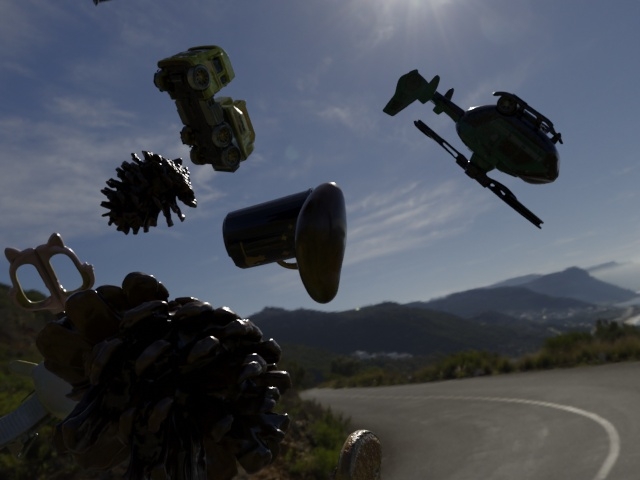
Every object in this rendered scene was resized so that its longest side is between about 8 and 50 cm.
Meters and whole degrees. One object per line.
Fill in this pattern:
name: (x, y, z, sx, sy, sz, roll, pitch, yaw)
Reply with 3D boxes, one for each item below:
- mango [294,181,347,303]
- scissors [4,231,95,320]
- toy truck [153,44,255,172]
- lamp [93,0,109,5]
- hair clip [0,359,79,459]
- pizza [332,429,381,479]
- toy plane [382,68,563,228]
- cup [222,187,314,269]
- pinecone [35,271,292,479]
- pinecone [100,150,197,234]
mango: (0.000, 0.000, 1.213, 0.111, 0.268, 0.133, 4, -16, 0)
scissors: (-0.503, 0.135, 1.136, 0.160, 0.318, 0.024, -20, 31, -15)
toy truck: (-0.230, -0.289, 1.261, 0.124, 0.272, 0.157, 8, 42, 34)
lamp: (-0.371, -0.578, 1.210, 0.227, 0.147, 0.172, -14, 31, -21)
hair clip: (-0.446, 0.248, 0.940, 0.218, 0.159, 0.071, -41, -24, -8)
pizza: (0.063, 0.394, 0.974, 0.046, 0.134, 0.175, -13, -13, 22)
toy plane: (0.280, -0.190, 1.010, 0.155, 0.381, 0.106, -52, -23, 16)
cup: (-0.109, 0.010, 1.584, 0.256, 0.255, 0.178, -14, 23, 11)
pinecone: (-0.114, 0.117, 0.447, 0.195, 0.150, 0.179, 11, -27, 26)
pinecone: (-0.206, -0.056, 0.686, 0.109, 0.102, 0.102, -22, -11, -1)
